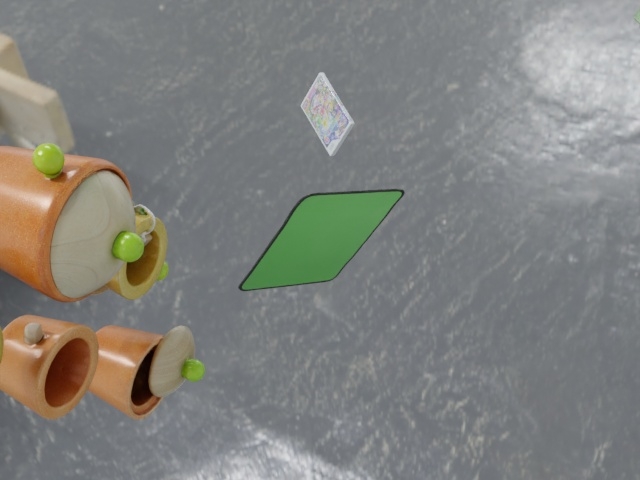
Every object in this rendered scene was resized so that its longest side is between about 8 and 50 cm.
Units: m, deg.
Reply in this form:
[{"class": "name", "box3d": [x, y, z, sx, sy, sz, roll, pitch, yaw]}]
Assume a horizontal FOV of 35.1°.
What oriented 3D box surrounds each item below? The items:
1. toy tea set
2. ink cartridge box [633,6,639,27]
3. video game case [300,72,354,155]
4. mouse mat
[{"class": "toy tea set", "box3d": [-0.158, 0.053, 0.743, 0.124, 0.336, 0.200, 17, 86, 20]}, {"class": "ink cartridge box", "box3d": [0.386, -0.185, 0.771, 0.235, 0.171, 0.056, 26, 21, -9]}, {"class": "video game case", "box3d": [0.011, -0.223, 1.790, 0.011, 0.087, 0.122, -10, 59, -36]}, {"class": "mouse mat", "box3d": [0.000, 0.000, 1.198, 0.152, 0.190, 0.007, -5, 55, -38]}]
